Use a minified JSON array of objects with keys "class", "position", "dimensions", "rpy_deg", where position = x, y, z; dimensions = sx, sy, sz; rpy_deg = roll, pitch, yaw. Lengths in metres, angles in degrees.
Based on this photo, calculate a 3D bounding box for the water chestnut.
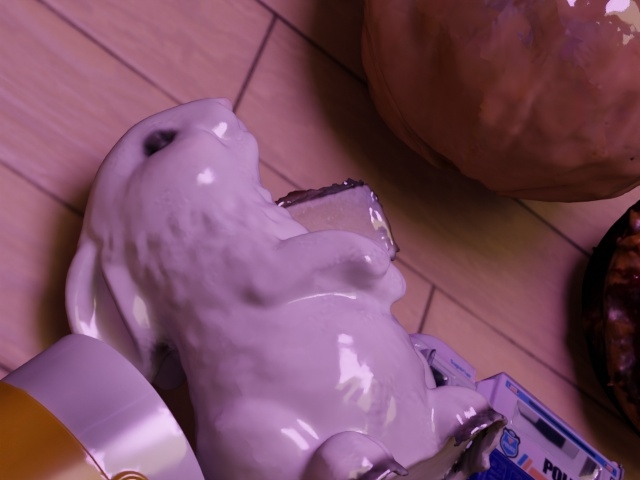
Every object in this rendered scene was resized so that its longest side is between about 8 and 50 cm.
[{"class":"water chestnut","position":[0.397,0.081,1.293],"dimensions":[0.300,0.300,0.300],"rpy_deg":[13,66,-33]}]

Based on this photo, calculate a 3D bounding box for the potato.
[{"class":"potato","position":[0.002,-0.001,1.175],"dimensions":[0.122,0.061,0.086],"rpy_deg":[-16,83,-41]}]

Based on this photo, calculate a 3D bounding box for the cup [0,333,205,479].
[{"class":"cup","position":[-0.196,0.210,0.894],"dimensions":[0.226,0.185,0.241],"rpy_deg":[-28,118,-35]}]

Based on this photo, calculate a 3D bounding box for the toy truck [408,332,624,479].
[{"class":"toy truck","position":[0.127,0.186,1.164],"dimensions":[0.268,0.124,0.155],"rpy_deg":[40,47,-21]}]

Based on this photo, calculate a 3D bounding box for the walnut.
[{"class":"walnut","position":[0.211,-0.216,1.198],"dimensions":[0.383,0.383,0.384],"rpy_deg":[13,66,-33]}]

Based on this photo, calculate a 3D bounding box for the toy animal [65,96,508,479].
[{"class":"toy animal","position":[-0.052,0.071,0.995],"dimensions":[0.357,0.258,0.194],"rpy_deg":[47,27,23]}]
